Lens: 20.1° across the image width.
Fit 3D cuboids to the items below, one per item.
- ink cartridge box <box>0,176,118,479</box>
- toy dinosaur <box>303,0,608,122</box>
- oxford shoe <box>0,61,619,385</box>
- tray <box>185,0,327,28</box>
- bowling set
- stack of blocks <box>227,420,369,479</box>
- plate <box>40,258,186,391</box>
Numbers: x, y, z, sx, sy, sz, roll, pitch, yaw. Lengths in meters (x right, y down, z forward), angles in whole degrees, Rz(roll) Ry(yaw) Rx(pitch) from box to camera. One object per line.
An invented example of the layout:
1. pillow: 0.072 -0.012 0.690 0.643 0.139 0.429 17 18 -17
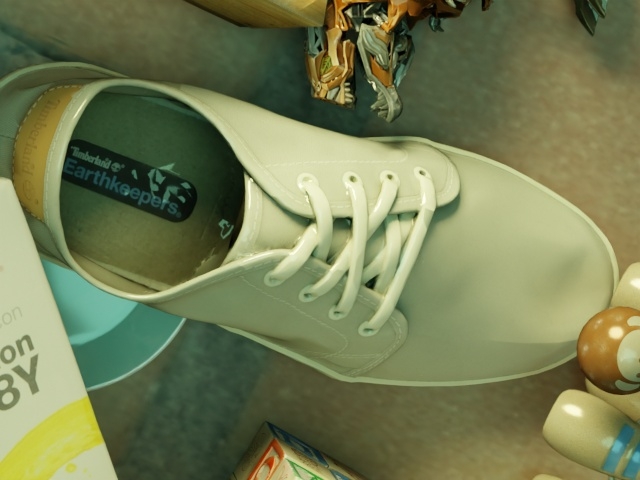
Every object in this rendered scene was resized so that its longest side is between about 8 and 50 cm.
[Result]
1. ink cartridge box: -0.264 0.181 1.031 0.279 0.160 0.384 -29 112 -33
2. toy dinosaur: 0.098 -0.226 1.115 0.218 0.164 0.322 20 108 1
3. oxford shoe: 0.000 0.000 1.126 0.449 0.130 0.169 16 90 -23
4. tray: -0.130 -0.268 0.951 0.411 0.076 0.202 18 78 -51
5. bowling set: 0.235 0.112 1.155 0.154 0.200 0.287 28 97 15
6. stack of blocks: 0.078 0.245 1.175 0.297 0.171 0.087 32 92 -14
7. plate: -0.168 0.006 1.159 0.188 0.024 0.188 -2 101 -11
